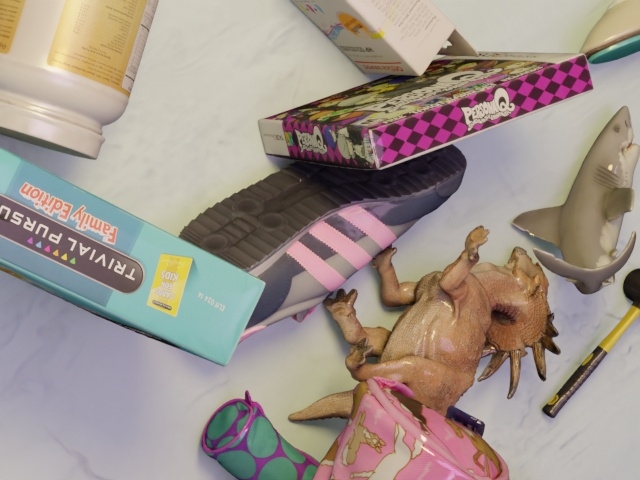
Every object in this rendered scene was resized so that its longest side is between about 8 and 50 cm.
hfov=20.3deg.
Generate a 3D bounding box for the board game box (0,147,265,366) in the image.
[{"bbox_3d":[-0.246,-0.016,1.410,0.336,0.254,0.079,28,83,-28],"label":"board game box"}]

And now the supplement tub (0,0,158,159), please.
[{"bbox_3d":[-0.214,-0.179,1.471,0.144,0.144,0.199,18,87,-29],"label":"supplement tub"}]

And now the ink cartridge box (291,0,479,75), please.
[{"bbox_3d":[0.048,-0.207,1.634,0.181,0.104,0.061,42,76,-26],"label":"ink cartridge box"}]

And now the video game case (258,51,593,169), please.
[{"bbox_3d":[0.091,-0.121,1.608,0.232,0.210,0.042,-21,105,-24],"label":"video game case"}]

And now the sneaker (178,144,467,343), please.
[{"bbox_3d":[0.000,0.000,1.651,0.319,0.112,0.131,-24,135,-29],"label":"sneaker"}]

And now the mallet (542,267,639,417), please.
[{"bbox_3d":[0.299,0.109,1.832,0.039,0.062,0.189,45,75,-27],"label":"mallet"}]

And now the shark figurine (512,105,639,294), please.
[{"bbox_3d":[0.244,-0.005,1.753,0.116,0.278,0.166,13,124,7],"label":"shark figurine"}]

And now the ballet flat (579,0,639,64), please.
[{"bbox_3d":[0.357,-0.239,1.823,0.248,0.086,0.086,-14,102,-28],"label":"ballet flat"}]

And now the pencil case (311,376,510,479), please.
[{"bbox_3d":[0.007,0.310,1.582,0.160,0.167,0.386,31,101,-3],"label":"pencil case"}]

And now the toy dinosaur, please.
[{"bbox_3d":[0.118,0.106,1.705,0.295,0.127,0.200,-47,122,-10],"label":"toy dinosaur"}]

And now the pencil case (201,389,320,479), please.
[{"bbox_3d":[-0.038,0.209,1.659,0.152,0.064,0.070,41,92,-26],"label":"pencil case"}]
